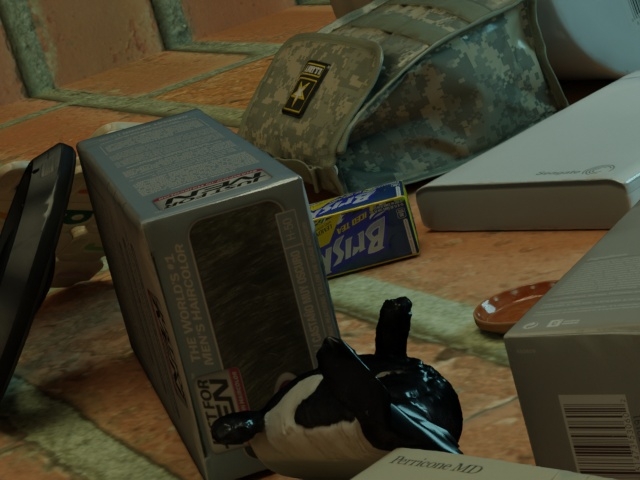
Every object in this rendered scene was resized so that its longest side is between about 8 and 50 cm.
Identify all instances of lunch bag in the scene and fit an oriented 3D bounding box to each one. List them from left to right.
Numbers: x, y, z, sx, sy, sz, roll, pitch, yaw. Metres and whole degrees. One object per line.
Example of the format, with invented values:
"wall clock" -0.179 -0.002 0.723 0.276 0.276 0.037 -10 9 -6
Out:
"lunch bag" 0.066 -0.149 1.798 0.287 0.169 0.235 -30 22 -20

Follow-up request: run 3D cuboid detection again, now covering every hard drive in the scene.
"hard drive" 0.286 -0.094 1.588 0.233 0.047 0.353 -1 21 46

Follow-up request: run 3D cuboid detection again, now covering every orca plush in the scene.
"orca plush" 0.018 0.075 0.954 0.151 0.102 0.287 9 -13 6

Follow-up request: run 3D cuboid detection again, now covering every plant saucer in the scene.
"plant saucer" 0.154 0.050 1.261 0.083 0.013 0.083 -14 15 4

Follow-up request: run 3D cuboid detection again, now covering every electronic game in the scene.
"electronic game" -0.242 0.030 1.396 0.048 0.229 0.229 17 9 -14

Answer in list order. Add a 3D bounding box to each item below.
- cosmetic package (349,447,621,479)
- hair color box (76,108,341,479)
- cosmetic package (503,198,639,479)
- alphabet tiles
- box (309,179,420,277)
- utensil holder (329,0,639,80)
"cosmetic package" -0.008 0.204 0.675 0.309 0.113 0.160 -29 19 -39
"hair color box" -0.086 0.025 1.265 0.114 0.185 0.374 -16 15 -10
"cosmetic package" 0.202 0.059 0.963 0.107 0.127 0.238 -6 20 36
"alphabet tiles" -0.213 -0.028 1.598 0.278 0.021 0.284 0 -29 -41
"box" 0.000 0.000 1.515 0.169 0.059 0.054 -15 17 4
"utensil holder" 0.242 -0.346 2.020 0.328 0.327 0.385 -25 18 -30
